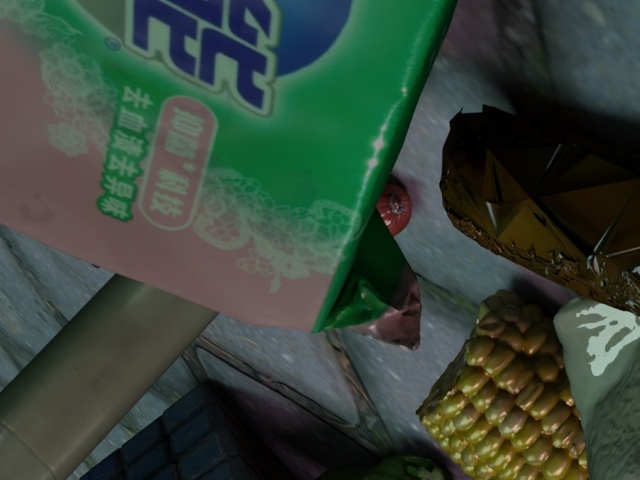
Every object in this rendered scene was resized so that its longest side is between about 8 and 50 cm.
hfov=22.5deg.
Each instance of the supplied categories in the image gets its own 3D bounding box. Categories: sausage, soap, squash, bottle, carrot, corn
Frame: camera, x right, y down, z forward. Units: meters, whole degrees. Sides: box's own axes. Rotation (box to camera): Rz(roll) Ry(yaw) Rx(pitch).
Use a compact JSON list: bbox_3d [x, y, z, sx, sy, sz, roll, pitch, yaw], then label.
[{"bbox_3d":[0.000,0.000,0.858,0.029,0.029,0.223,45,160,-8],"label":"sausage"},{"bbox_3d":[-0.030,-0.090,0.522,0.218,0.098,0.273,18,142,-2],"label":"soap"},{"bbox_3d":[0.040,0.186,1.100,0.068,0.077,0.219,5,165,-17],"label":"squash"},{"bbox_3d":[-0.152,0.089,1.063,0.072,0.201,0.072,37,159,16],"label":"bottle"},{"bbox_3d":[0.134,0.003,0.577,0.229,0.069,0.069,23,152,44],"label":"carrot"},{"bbox_3d":[0.154,0.127,0.750,0.244,0.093,0.093,40,160,12],"label":"corn"}]

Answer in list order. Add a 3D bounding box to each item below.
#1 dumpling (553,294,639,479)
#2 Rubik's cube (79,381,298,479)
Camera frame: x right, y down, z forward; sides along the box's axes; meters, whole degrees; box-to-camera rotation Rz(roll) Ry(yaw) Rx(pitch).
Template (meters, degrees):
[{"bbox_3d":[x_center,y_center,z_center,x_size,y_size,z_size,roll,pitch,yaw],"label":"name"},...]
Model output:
[{"bbox_3d":[0.180,0.083,0.616,0.181,0.111,0.155,39,130,-11],"label":"dumpling"},{"bbox_3d":[-0.094,0.296,1.233,0.238,0.237,0.237,52,-178,-21],"label":"Rubik's cube"}]
